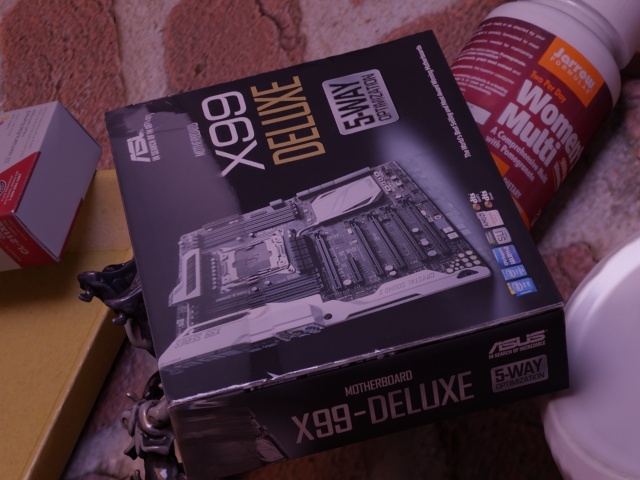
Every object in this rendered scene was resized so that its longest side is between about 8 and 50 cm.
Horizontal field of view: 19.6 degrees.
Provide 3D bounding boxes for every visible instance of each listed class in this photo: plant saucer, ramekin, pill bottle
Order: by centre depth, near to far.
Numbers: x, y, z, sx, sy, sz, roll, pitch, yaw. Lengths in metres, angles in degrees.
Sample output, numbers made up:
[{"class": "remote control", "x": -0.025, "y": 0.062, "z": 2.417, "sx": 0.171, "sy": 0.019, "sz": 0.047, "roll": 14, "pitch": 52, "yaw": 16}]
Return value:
[{"class": "ramekin", "x": 0.259, "y": 0.092, "z": 1.140, "sx": 0.273, "sy": 0.127, "sz": 0.273, "roll": -21, "pitch": 43, "yaw": 21}, {"class": "pill bottle", "x": 0.151, "y": -0.103, "z": 1.409, "sx": 0.121, "sy": 0.121, "sz": 0.221, "roll": 18, "pitch": 66, "yaw": 46}, {"class": "plant saucer", "x": -0.291, "y": 0.096, "z": 1.601, "sx": 0.333, "sy": 0.081, "sz": 0.332, "roll": -1, "pitch": 53, "yaw": 36}]

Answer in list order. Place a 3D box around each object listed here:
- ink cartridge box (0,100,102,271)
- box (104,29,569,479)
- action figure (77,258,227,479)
[{"class": "ink cartridge box", "x": -0.293, "y": -0.039, "z": 1.608, "sx": 0.175, "sy": 0.072, "sz": 0.127, "roll": -9, "pitch": 49, "yaw": 31}, {"class": "box", "x": 0.000, "y": 0.000, "z": 1.208, "sx": 0.242, "sy": 0.076, "sz": 0.307, "roll": -13, "pitch": 40, "yaw": -4}, {"class": "action figure", "x": -0.080, "y": 0.141, "z": 1.332, "sx": 0.141, "sy": 0.275, "sz": 0.164, "roll": -15, "pitch": 1, "yaw": -28}]
